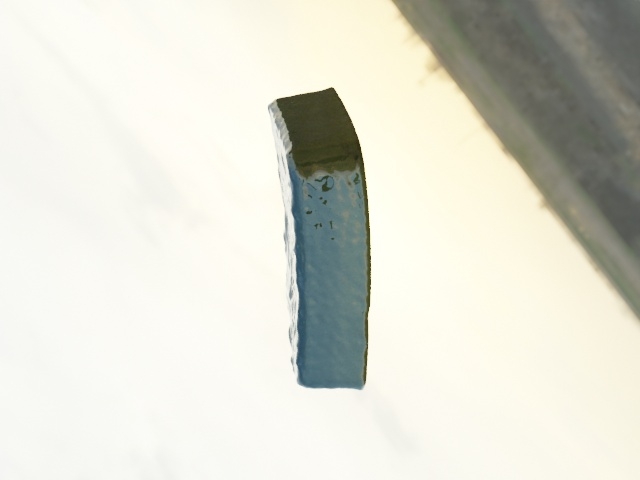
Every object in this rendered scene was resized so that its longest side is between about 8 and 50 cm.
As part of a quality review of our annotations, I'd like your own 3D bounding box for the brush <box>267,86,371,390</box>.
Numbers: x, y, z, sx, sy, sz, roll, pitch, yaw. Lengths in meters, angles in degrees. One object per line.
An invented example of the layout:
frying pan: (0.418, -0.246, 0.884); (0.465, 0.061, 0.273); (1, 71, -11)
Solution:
brush: (0.000, 0.000, 1.056); (0.123, 0.059, 0.197); (-103, 9, -62)
